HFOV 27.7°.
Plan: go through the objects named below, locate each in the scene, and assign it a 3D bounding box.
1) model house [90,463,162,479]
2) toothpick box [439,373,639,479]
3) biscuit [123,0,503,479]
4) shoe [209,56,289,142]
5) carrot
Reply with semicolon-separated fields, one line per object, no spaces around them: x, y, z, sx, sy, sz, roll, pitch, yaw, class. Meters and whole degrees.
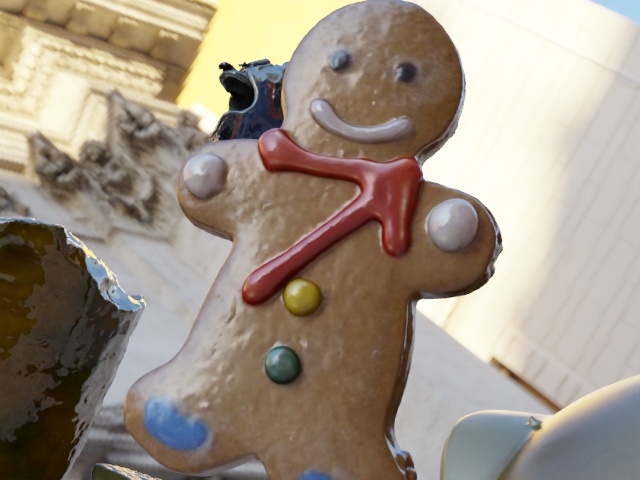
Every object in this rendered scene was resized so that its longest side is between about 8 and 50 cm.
-0.208;0.388;1.326;0.266;0.261;0.321;-37;-42;-49;model house
0.306;0.278;0.906;0.409;0.425;0.409;8;-100;-52;toothpick box
0.000;-0.001;0.774;0.049;0.205;0.324;58;-128;-70;biscuit
-0.051;-0.148;1.341;0.227;0.125;0.099;-64;6;-31;shoe
-0.324;0.104;1.312;0.241;0.241;0.341;13;-74;-41;carrot
